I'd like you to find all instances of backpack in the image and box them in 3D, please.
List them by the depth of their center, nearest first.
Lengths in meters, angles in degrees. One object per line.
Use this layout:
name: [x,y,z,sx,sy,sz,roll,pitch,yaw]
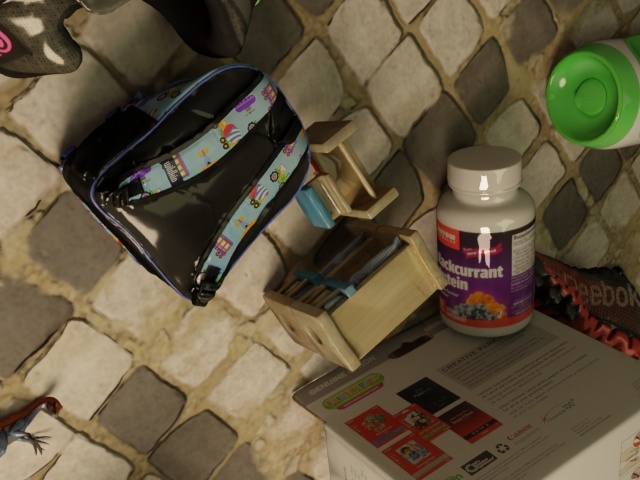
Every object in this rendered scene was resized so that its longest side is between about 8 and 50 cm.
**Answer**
backpack: [-0.102,-0.061,0.708,0.173,0.117,0.158,-47,128,-13]

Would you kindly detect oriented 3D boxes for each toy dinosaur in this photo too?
toy dinosaur: [-0.260,0.160,0.725,0.090,0.047,0.082,41,62,-29]

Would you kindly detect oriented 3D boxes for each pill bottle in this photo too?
pill bottle: [0.182,-0.001,0.954,0.108,0.108,0.194,-21,118,-30]

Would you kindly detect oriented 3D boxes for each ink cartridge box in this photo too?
ink cartridge box: [0.169,0.204,0.919,0.309,0.271,0.130,-23,122,-28]

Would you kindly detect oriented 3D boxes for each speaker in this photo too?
speaker: [0.413,-0.187,1.049,0.296,0.131,0.131,-12,114,-33]

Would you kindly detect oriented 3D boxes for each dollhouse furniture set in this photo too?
dollhouse furniture set: [0.000,0.000,0.815,0.129,0.129,0.184,-40,112,-18]

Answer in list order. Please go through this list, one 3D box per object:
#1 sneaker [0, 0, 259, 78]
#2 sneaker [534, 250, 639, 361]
sneaker: [-0.217,-0.204,0.525,0.482,0.185,0.202,0,103,-36]
sneaker: [0.329,0.077,1.106,0.276,0.097,0.135,36,56,-23]
